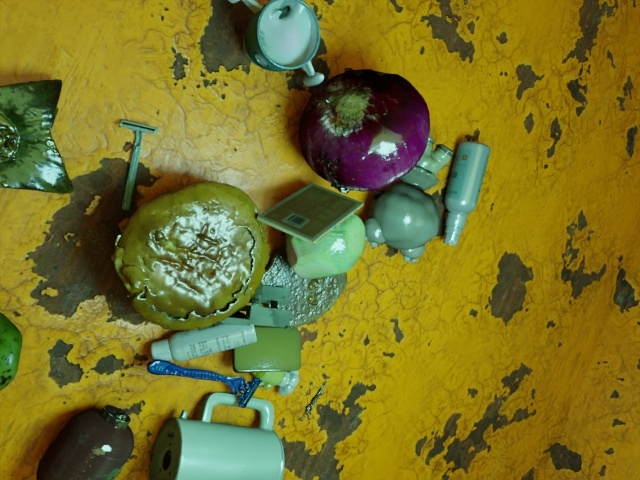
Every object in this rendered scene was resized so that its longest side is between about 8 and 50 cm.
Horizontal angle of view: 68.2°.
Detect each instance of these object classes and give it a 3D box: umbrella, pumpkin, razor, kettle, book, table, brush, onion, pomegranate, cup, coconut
[{"bbox_3d":[-0.019,0.518,1.525,0.022,0.022,0.148,47,72,-24],"label":"umbrella"},{"bbox_3d":[-0.668,-0.217,0.951,0.291,0.095,0.258,-6,100,-32],"label":"pumpkin"},{"bbox_3d":[-0.313,0.364,1.258,0.324,0.056,0.093,29,93,-35],"label":"razor"},{"bbox_3d":[-0.282,0.584,1.308,0.318,0.265,0.205,20,122,-31],"label":"kettle"},{"bbox_3d":[-0.021,-0.074,1.192,0.242,0.170,0.018,-38,143,-47],"label":"book"},{"bbox_3d":[-0.447,-0.174,1.128,0.084,0.036,0.211,12,101,-8],"label":"razor"},{"bbox_3d":[-0.168,0.170,1.256,0.176,0.146,0.062,8,106,-8],"label":"table"},{"bbox_3d":[-0.155,0.312,1.344,0.197,0.059,0.123,6,67,-24],"label":"brush"},{"bbox_3d":[0.129,-0.273,1.301,0.347,0.348,0.385,-58,156,-7],"label":"onion"},{"bbox_3d":[-0.750,0.233,0.964,0.248,0.214,0.214,-20,115,15],"label":"pomegranate"},{"bbox_3d":[-0.112,-0.496,1.166,0.300,0.173,0.167,42,79,-29],"label":"cup"},{"bbox_3d":[0.000,0.000,1.278,0.205,0.236,0.235,31,84,-54],"label":"coconut"}]

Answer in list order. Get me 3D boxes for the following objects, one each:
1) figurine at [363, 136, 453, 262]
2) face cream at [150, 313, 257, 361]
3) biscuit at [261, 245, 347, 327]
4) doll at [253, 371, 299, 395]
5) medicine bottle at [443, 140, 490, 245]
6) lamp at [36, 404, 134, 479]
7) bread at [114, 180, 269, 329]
[{"bbox_3d":[0.283,-0.131,1.454,0.249,0.203,0.380,24,87,-28],"label":"figurine"},{"bbox_3d":[-0.306,0.263,1.244,0.269,0.082,0.081,-12,107,-12],"label":"face cream"},{"bbox_3d":[-0.052,0.121,1.404,0.273,0.049,0.257,-33,112,-22],"label":"biscuit"},{"bbox_3d":[-0.132,0.402,1.410,0.162,0.062,0.106,39,79,-29],"label":"doll"},{"bbox_3d":[0.484,-0.156,1.618,0.110,0.110,0.351,10,96,-31],"label":"medicine bottle"},{"bbox_3d":[-0.555,0.513,1.134,0.180,0.180,0.258,40,78,-30],"label":"lamp"},{"bbox_3d":[-0.310,0.033,1.151,0.359,0.204,0.336,-27,110,-27],"label":"bread"}]
